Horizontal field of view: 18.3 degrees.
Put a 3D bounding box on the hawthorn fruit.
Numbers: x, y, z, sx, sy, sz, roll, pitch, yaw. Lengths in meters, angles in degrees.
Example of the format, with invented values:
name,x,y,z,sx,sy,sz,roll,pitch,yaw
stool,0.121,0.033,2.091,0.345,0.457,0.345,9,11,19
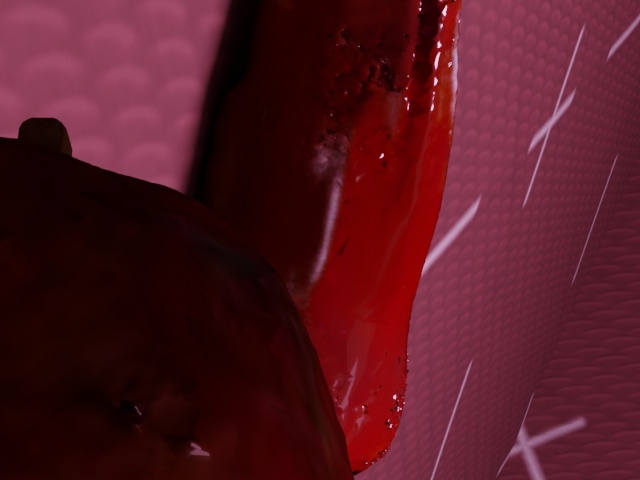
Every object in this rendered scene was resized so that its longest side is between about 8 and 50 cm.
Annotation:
name,x,y,z,sx,sy,sz,roll,pitch,yaw
hawthorn fruit,-0.089,0.079,0.419,0.224,0.224,0.260,81,20,-67

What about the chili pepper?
name,x,y,z,sx,sy,sz,roll,pitch,yaw
chili pepper,0.000,0.000,0.877,0.110,0.110,0.387,-51,158,-54
